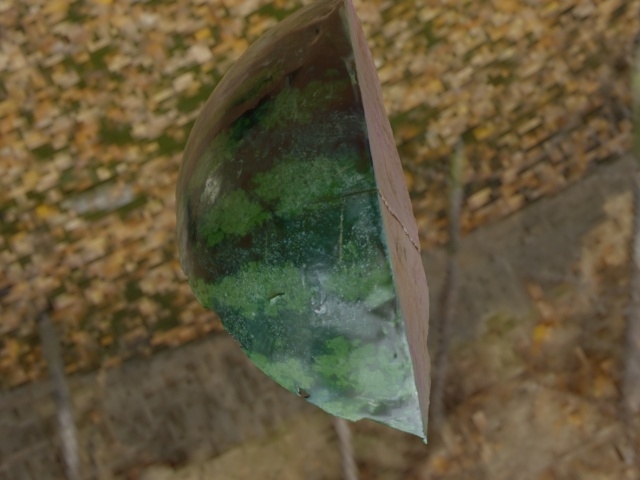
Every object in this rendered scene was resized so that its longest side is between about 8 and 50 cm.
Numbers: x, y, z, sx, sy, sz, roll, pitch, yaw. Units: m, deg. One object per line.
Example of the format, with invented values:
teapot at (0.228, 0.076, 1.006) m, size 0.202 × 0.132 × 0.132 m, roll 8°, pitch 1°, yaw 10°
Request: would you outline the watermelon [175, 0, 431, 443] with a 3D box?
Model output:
watermelon at (-0.031, -0.012, 1.481) m, size 0.222 × 0.292 × 0.319 m, roll -10°, pitch 120°, yaw 14°
